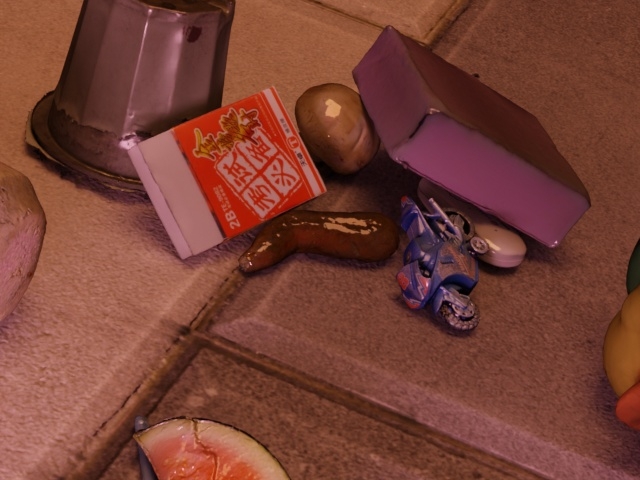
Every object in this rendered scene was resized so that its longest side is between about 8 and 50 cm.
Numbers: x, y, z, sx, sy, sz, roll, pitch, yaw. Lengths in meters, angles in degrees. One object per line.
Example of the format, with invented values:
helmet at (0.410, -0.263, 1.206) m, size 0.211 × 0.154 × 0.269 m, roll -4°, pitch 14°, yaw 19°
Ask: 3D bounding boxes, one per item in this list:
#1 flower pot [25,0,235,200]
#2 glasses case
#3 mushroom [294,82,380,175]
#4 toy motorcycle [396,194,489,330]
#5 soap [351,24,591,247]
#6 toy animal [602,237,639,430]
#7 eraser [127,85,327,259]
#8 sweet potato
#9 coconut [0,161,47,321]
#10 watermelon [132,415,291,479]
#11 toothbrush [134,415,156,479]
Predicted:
flower pot at (-0.230, -0.229, 1.926) m, size 0.290 × 0.259 × 0.290 m, roll 13°, pitch 33°, yaw -8°
glasses case at (0.207, -0.029, 2.009) m, size 0.076 × 0.049 × 0.197 m, roll -4°, pitch 37°, yaw -37°
mushroom at (0.020, -0.160, 2.069) m, size 0.148 × 0.112 × 0.148 m, roll 36°, pitch 34°, yaw -29°
toy motorcycle at (0.149, 0.029, 1.868) m, size 0.114 × 0.076 × 0.205 m, roll 15°, pitch 46°, yaw -15°
soap at (0.209, -0.148, 2.036) m, size 0.296 × 0.107 × 0.285 m, roll 28°, pitch 21°, yaw -23°
toy animal at (0.439, 0.109, 1.755) m, size 0.216 × 0.191 × 0.338 m, roll 33°, pitch 54°, yaw -19°
eraser at (-0.115, -0.088, 1.855) m, size 0.230 × 0.038 × 0.157 m, roll -27°, pitch 91°, yaw -35°
sweet potato at (-0.004, -0.003, 1.871) m, size 0.233 × 0.062 × 0.081 m, roll -5°, pitch 39°, yaw -26°
coconut at (-0.421, -0.015, 1.558) m, size 0.234 × 0.224 × 0.224 m, roll 28°, pitch 34°, yaw 14°
watermelon at (-0.086, 0.258, 1.440) m, size 0.119 × 0.063 × 0.245 m, roll -27°, pitch 57°, yaw -27°
toothbrush at (-0.167, 0.250, 1.442) m, size 0.016 × 0.019 × 0.219 m, roll 1°, pitch 35°, yaw -14°
